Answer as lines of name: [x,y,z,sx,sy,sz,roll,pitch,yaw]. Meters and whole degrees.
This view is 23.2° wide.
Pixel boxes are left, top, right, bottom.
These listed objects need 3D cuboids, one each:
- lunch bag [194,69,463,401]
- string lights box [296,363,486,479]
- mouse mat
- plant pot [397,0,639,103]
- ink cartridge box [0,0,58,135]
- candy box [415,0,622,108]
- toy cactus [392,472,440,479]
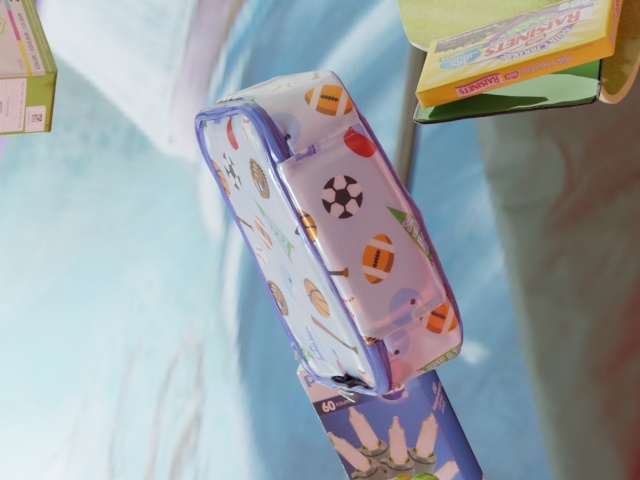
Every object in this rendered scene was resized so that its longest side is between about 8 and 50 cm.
lunch bag: [0.000,0.000,1.396,0.115,0.303,0.243,-27,-169,-19]
string lights box: [0.089,0.225,1.808,0.133,0.259,0.076,-19,-161,20]
mouse mat: [0.196,-0.162,1.610,0.190,0.007,0.152,-4,-151,15]
plant pot: [0.239,-0.310,1.857,0.254,0.276,0.276,7,171,25]
ink cartridge box: [-0.457,-0.211,1.836,0.255,0.188,0.097,-6,137,-22]
candy box: [0.200,-0.195,1.570,0.206,0.105,0.027,-15,125,26]
toy cactus: [0.019,0.260,1.246,0.180,0.219,0.112,30,-157,14]
